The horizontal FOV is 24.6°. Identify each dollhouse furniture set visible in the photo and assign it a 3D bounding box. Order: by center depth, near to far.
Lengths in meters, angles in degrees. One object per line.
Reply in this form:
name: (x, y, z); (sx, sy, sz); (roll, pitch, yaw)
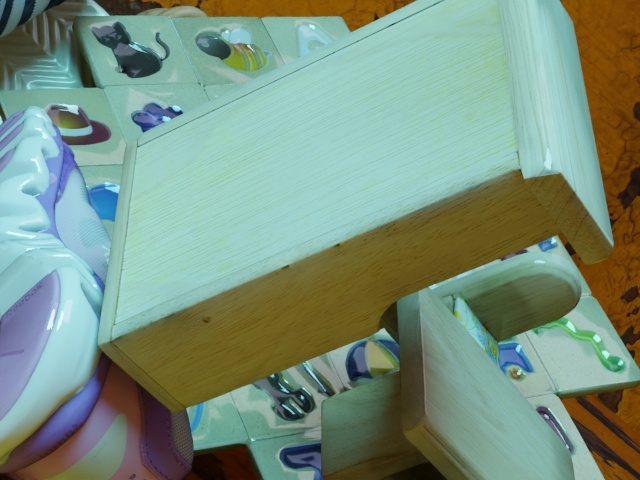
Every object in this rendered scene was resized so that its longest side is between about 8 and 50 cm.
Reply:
dollhouse furniture set: (0.060, 0.041, 0.541); (0.242, 0.161, 0.212); (48, 29, -38)

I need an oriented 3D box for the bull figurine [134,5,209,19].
bull figurine: (-0.069, -0.063, 1.062); (0.101, 0.188, 0.310); (43, 7, 34)

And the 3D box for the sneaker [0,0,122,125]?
sneaker: (-0.210, -0.102, 0.861); (0.350, 0.131, 0.148); (53, -29, 0)

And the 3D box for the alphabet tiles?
alphabet tiles: (0.000, 0.000, 0.754); (0.285, 0.011, 0.343); (-5, 51, -28)

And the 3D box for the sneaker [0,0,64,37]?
sneaker: (-0.189, -0.109, 0.705); (0.099, 0.153, 0.282); (34, 15, -2)

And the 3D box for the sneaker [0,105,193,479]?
sneaker: (-0.106, 0.031, 0.576); (0.104, 0.095, 0.236); (41, 9, -30)
